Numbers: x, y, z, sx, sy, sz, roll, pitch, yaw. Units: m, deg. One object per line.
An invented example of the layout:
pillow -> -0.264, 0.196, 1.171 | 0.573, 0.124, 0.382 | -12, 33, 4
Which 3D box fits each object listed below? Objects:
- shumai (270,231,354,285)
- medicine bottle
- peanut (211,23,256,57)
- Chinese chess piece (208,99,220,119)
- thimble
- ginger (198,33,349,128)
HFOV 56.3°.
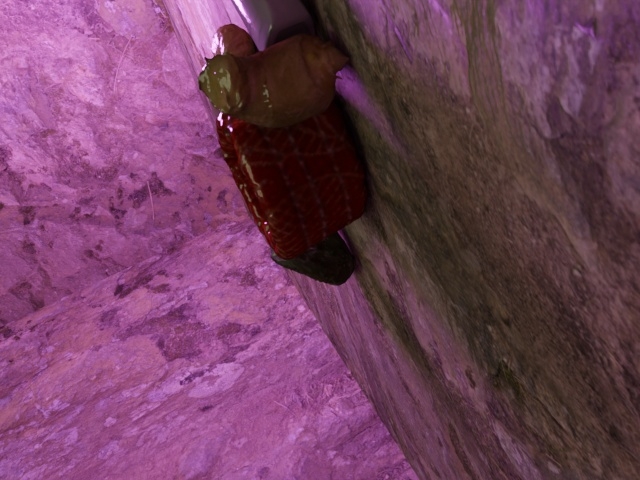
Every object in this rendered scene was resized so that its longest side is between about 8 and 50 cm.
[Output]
shumai -> 0.000, 0.000, 1.626 | 0.225, 0.222, 0.260 | 13, 166, 44
medicine bottle -> -0.119, -0.474, 1.112 | 0.296, 0.111, 0.161 | 60, 168, 15
peanut -> -0.229, -0.502, 1.587 | 0.140, 0.109, 0.159 | 45, 177, -6
Chinese chess piece -> -0.153, -0.273, 1.564 | 0.349, 0.146, 0.349 | 55, 170, 15
thimble -> -0.063, -0.156, 1.258 | 0.350, 0.230, 0.350 | 58, 168, 20
ginger -> -0.078, -0.268, 1.030 | 0.152, 0.267, 0.138 | 45, -146, -80
